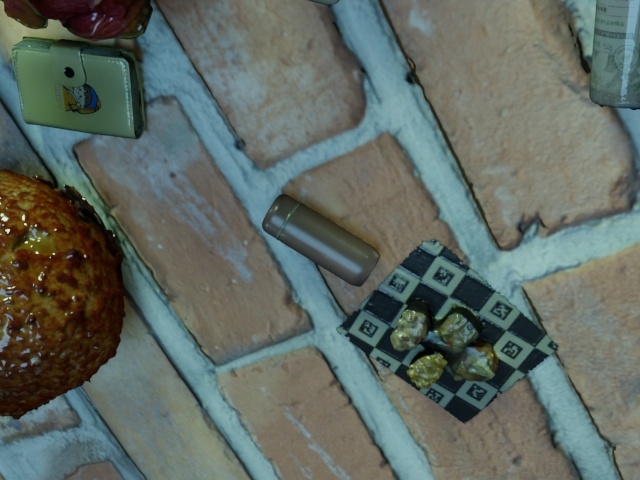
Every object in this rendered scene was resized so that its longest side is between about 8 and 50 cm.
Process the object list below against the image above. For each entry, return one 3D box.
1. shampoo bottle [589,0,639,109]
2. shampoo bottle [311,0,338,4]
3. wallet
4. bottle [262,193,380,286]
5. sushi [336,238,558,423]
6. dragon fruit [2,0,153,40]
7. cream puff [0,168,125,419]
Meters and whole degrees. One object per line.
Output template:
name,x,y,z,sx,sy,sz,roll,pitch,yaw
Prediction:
shampoo bottle,0.283,-0.230,0.724,0.072,0.072,0.214,4,117,16
shampoo bottle,-0.096,-0.286,0.710,0.071,0.284,0.153,41,131,43
wallet,-0.285,-0.182,0.949,0.155,0.039,0.110,10,122,13
bottle,0.000,0.000,0.942,0.140,0.053,0.053,31,121,0
sushi,0.148,0.126,0.967,0.210,0.040,0.193,38,121,-4
dragon fruit,-0.262,-0.343,0.743,0.250,0.250,0.315,8,129,14
cream puff,-0.419,0.081,1.021,0.350,0.229,0.351,9,118,16
